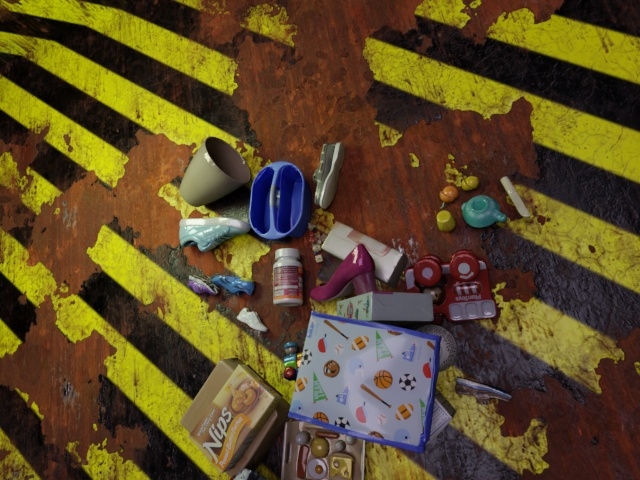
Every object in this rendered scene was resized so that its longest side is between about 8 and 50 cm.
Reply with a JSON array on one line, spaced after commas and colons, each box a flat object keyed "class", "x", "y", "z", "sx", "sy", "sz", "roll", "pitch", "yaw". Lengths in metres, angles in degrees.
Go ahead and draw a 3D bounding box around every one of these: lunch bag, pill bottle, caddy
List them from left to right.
[{"class": "caddy", "x": -0.171, "y": -0.160, "z": 1.936, "sx": 0.241, "sy": 0.179, "sz": 0.342, "roll": -2, "pitch": 74, "yaw": 17}, {"class": "pill bottle", "x": -0.131, "y": 0.150, "z": 1.864, "sx": 0.121, "sy": 0.121, "sz": 0.221, "roll": -7, "pitch": 73, "yaw": 17}, {"class": "lunch bag", "x": 0.146, "y": 0.405, "z": 1.347, "sx": 0.385, "sy": 0.239, "sz": 0.328, "roll": 4, "pitch": 75, "yaw": 28}]

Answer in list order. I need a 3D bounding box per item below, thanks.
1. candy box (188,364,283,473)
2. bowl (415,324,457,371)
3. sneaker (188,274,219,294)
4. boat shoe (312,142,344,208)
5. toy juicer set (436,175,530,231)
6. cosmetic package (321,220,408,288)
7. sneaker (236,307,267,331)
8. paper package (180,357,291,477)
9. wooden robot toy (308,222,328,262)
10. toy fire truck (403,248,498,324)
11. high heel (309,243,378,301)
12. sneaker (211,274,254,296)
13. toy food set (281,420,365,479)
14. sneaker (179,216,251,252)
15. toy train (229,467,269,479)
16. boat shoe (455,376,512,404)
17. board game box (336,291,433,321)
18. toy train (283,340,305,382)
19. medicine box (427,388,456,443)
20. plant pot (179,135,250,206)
[{"class": "candy box", "x": -0.299, "y": 0.621, "z": 1.621, "sx": 0.182, "sy": 0.087, "sz": 0.317, "roll": 35, "pitch": 90, "yaw": 24}, {"class": "bowl", "x": 0.392, "y": 0.386, "z": 1.624, "sx": 0.170, "sy": 0.080, "sz": 0.170, "roll": -2, "pitch": 83, "yaw": 19}, {"class": "sneaker", "x": -0.513, "y": 0.208, "z": 2.021, "sx": 0.169, "sy": 0.068, "sz": 0.071, "roll": 19, "pitch": 97, "yaw": 31}, {"class": "boat shoe", "x": 0.022, "y": -0.277, "z": 1.944, "sx": 0.091, "sy": 0.109, "sz": 0.305, "roll": 9, "pitch": 72, "yaw": 21}, {"class": "toy juicer set", "x": 0.602, "y": -0.144, "z": 1.723, "sx": 0.328, "sy": 0.089, "sz": 0.209, "roll": -6, "pitch": 60, "yaw": 26}, {"class": "cosmetic package", "x": 0.173, "y": 0.054, "z": 1.772, "sx": 0.296, "sy": 0.153, "sz": 0.129, "roll": 28, "pitch": 86, "yaw": 22}, {"class": "sneaker", "x": -0.276, "y": 0.328, "z": 1.900, "sx": 0.152, "sy": 0.054, "sz": 0.061, "roll": 26, "pitch": 82, "yaw": 24}, {"class": "paper package", "x": -0.319, "y": 0.669, "z": 1.755, "sx": 0.324, "sy": 0.168, "sz": 0.310, "roll": 33, "pitch": 89, "yaw": 23}, {"class": "wooden robot toy", "x": 0.000, "y": 0.000, "z": 1.893, "sx": 0.078, "sy": 0.076, "sz": 0.174, "roll": -14, "pitch": 71, "yaw": 3}, {"class": "toy fire truck", "x": 0.460, "y": 0.172, "z": 1.646, "sx": 0.301, "sy": 0.169, "sz": 0.254, "roll": -10, "pitch": 90, "yaw": 17}, {"class": "high heel", "x": 0.071, "y": 0.126, "z": 1.720, "sx": 0.377, "sy": 0.127, "sz": 0.182, "roll": -16, "pitch": 86, "yaw": 48}, {"class": "sneaker", "x": -0.381, "y": 0.194, "z": 1.966, "sx": 0.209, "sy": 0.069, "sz": 0.082, "roll": 5, "pitch": 80, "yaw": 20}, {"class": "toy food set", "x": 0.012, "y": 0.777, "z": 1.650, "sx": 0.305, "sy": 0.092, "sz": 0.220, "roll": -2, "pitch": 74, "yaw": 19}, {"class": "sneaker", "x": -0.466, "y": -0.019, "z": 2.034, "sx": 0.365, "sy": 0.135, "sz": 0.150, "roll": -1, "pitch": 82, "yaw": 28}, {"class": "toy train", "x": -0.200, "y": 0.923, "z": 1.591, "sx": 0.190, "sy": 0.142, "sz": 0.334, "roll": -44, "pitch": 105, "yaw": 2}, {"class": "boat shoe", "x": 0.549, "y": 0.520, "z": 1.560, "sx": 0.183, "sy": 0.066, "sz": 0.066, "roll": 10, "pitch": 83, "yaw": 31}, {"class": "board game box", "x": 0.210, "y": 0.243, "z": 1.582, "sx": 0.223, "sy": 0.303, "sz": 0.098, "roll": 5, "pitch": 74, "yaw": -19}, {"class": "toy train", "x": -0.026, "y": 0.442, "z": 1.763, "sx": 0.247, "sy": 0.105, "sz": 0.144, "roll": -19, "pitch": 56, "yaw": 13}, {"class": "medicine box", "x": 0.295, "y": 0.514, "z": 1.534, "sx": 0.149, "sy": 0.263, "sz": 0.289, "roll": -44, "pitch": 66, "yaw": 3}, {"class": "plant pot", "x": -0.499, "y": -0.278, "z": 2.067, "sx": 0.274, "sy": 0.256, "sz": 0.257, "roll": -38, "pitch": 65, "yaw": 23}]
